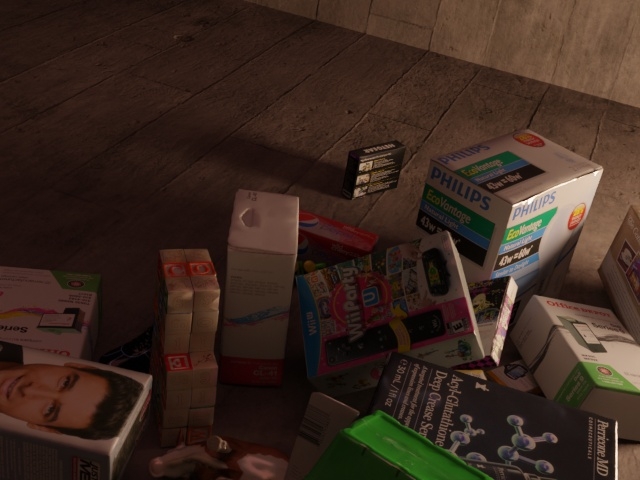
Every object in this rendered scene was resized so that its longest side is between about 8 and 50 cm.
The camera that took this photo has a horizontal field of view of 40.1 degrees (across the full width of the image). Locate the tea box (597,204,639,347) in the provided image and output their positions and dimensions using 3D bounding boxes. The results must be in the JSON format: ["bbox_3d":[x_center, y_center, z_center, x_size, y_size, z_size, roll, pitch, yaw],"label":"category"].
[{"bbox_3d":[0.847,0.113,1.954,0.323,0.220,0.329,6,41,-9],"label":"tea box"}]

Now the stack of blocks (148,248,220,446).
[{"bbox_3d":[-0.233,0.183,1.498,0.087,0.297,0.171,-1,32,-19],"label":"stack of blocks"}]

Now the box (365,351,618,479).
[{"bbox_3d":[0.244,0.390,1.383,0.395,0.212,0.293,16,31,9],"label":"box"}]

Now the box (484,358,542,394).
[{"bbox_3d":[0.409,0.283,1.783,0.136,0.028,0.081,-10,36,-34],"label":"box"}]

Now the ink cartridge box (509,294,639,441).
[{"bbox_3d":[0.537,0.249,1.751,0.211,0.122,0.289,12,29,-21],"label":"ink cartridge box"}]

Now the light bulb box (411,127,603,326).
[{"bbox_3d":[0.396,-0.016,1.944,0.358,0.361,0.225,-21,42,-40],"label":"light bulb box"}]

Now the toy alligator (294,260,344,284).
[{"bbox_3d":[-0.025,0.076,1.978,0.189,0.056,0.051,1,74,-17],"label":"toy alligator"}]

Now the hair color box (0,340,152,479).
[{"bbox_3d":[-0.463,0.257,1.318,0.374,0.114,0.185,13,31,3],"label":"hair color box"}]

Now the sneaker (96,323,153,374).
[{"bbox_3d":[-0.317,0.193,1.657,0.232,0.090,0.081,-17,40,-37],"label":"sneaker"}]

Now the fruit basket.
[{"bbox_3d":[0.078,0.419,1.162,0.327,0.353,0.165,27,26,27],"label":"fruit basket"}]

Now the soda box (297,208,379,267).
[{"bbox_3d":[0.000,0.000,2.073,0.263,0.083,0.092,18,32,14],"label":"soda box"}]

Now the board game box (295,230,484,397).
[{"bbox_3d":[0.120,0.136,1.592,0.303,0.097,0.224,-18,52,12],"label":"board game box"}]

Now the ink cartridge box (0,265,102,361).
[{"bbox_3d":[-0.520,0.176,1.600,0.201,0.117,0.278,5,32,-8],"label":"ink cartridge box"}]

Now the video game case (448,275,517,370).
[{"bbox_3d":[0.262,0.173,1.737,0.232,0.042,0.210,-15,35,35],"label":"video game case"}]

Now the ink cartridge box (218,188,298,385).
[{"bbox_3d":[-0.119,0.090,1.674,0.131,0.306,0.226,7,32,-5],"label":"ink cartridge box"}]

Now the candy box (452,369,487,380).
[{"bbox_3d":[0.209,0.294,1.625,0.186,0.109,0.053,2,33,-14],"label":"candy box"}]

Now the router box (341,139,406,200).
[{"bbox_3d":[0.146,-0.192,2.381,0.179,0.133,0.046,-17,41,-38],"label":"router box"}]

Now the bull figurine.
[{"bbox_3d":[-0.115,0.367,1.368,0.310,0.101,0.188,15,-14,-4],"label":"bull figurine"}]
